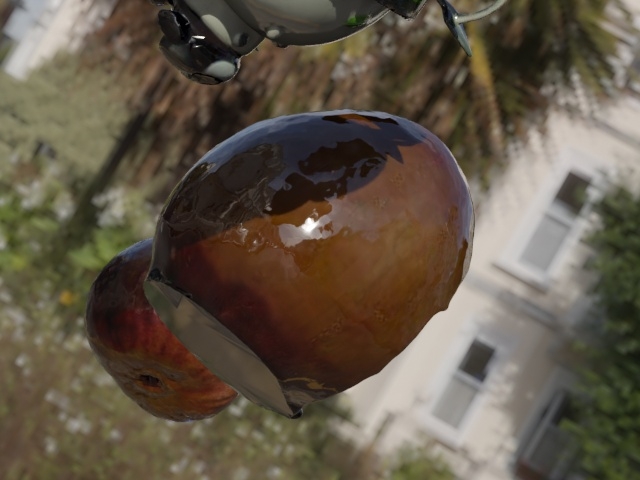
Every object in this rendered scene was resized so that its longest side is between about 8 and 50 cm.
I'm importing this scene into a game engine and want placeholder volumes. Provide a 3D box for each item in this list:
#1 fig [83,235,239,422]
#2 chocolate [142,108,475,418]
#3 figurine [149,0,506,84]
[{"bbox_3d":[-0.128,0.053,1.474,0.148,0.202,0.149,-22,-21,29],"label":"fig"},{"bbox_3d":[0.000,0.000,0.735,0.124,0.133,0.127,33,-20,9],"label":"chocolate"},{"bbox_3d":[0.013,-0.130,0.569,0.126,0.192,0.147,43,13,10],"label":"figurine"}]
